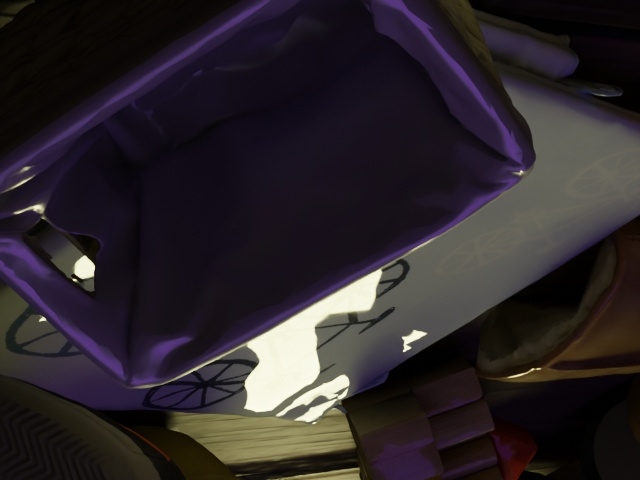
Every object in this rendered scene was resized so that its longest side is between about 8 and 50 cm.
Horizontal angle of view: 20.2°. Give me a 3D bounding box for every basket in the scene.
[{"bbox_3d":[-0.030,-0.047,0.604,0.167,0.103,0.113,-30,127,17],"label":"basket"}]

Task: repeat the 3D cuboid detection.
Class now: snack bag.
[{"bbox_3d":[0.000,0.000,0.855,0.323,0.037,0.342,-35,153,31],"label":"snack bag"}]

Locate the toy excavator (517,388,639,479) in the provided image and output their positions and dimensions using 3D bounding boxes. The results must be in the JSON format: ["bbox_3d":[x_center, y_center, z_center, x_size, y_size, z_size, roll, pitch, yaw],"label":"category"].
[{"bbox_3d":[0.239,0.384,1.376,0.433,0.445,0.222,-33,154,26],"label":"toy excavator"}]

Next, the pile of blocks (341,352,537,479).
[{"bbox_3d":[0.097,0.186,1.200,0.112,0.149,0.362,-20,156,-3],"label":"pile of blocks"}]

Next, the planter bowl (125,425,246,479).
[{"bbox_3d":[-0.117,0.168,1.051,0.217,0.090,0.217,-18,156,-8],"label":"planter bowl"}]

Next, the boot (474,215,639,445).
[{"bbox_3d":[0.193,0.063,1.105,0.269,0.089,0.236,0,139,-40],"label":"boot"}]

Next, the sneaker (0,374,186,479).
[{"bbox_3d":[-0.140,0.122,0.832,0.321,0.125,0.180,-5,174,40],"label":"sneaker"}]
